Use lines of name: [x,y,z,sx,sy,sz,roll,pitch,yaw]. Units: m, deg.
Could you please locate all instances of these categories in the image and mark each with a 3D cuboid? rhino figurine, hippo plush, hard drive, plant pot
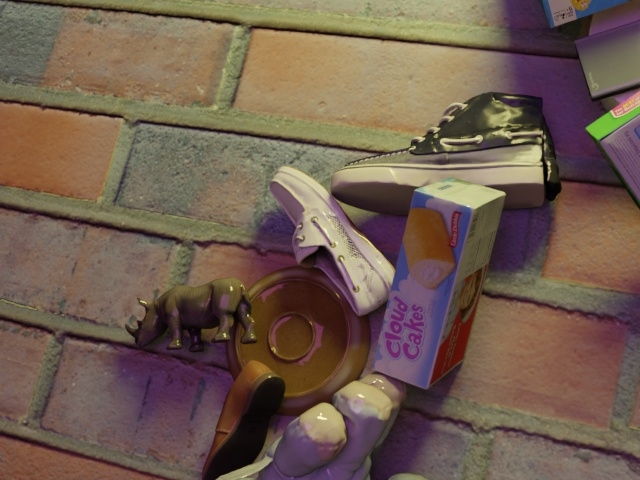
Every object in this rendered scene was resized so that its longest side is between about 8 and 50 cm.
rhino figurine: [-0.208,0.119,1.651,0.243,0.073,0.106,-11,72,29]
hippo plush: [0.042,0.342,1.432,0.294,0.234,0.236,-32,78,-14]
hard drive: [0.435,-0.258,1.488,0.135,0.022,0.094,-16,71,13]
plant pot: [-0.041,0.149,1.624,0.236,0.032,0.236,-5,73,15]

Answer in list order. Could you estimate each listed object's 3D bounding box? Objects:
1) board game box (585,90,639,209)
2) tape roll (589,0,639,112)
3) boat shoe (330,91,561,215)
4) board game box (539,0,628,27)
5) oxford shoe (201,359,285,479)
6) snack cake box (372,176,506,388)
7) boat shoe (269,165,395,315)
board game box: [0.555,-0.142,1.411,0.316,0.064,0.242,-35,109,11]
tape roll: [0.536,-0.280,1.529,0.286,0.100,0.286,-5,73,17]
boat shoe: [0.187,-0.133,1.596,0.340,0.127,0.158,0,68,9]
board game box: [0.441,-0.469,1.545,0.302,0.086,0.308,-17,40,13]
oxford shoe: [-0.125,0.277,1.590,0.076,0.076,0.212,39,104,47]
snack cake box: [0.166,0.055,1.467,0.089,0.152,0.264,18,107,21]
boat shoe: [0.000,0.000,1.606,0.096,0.098,0.277,-36,66,-18]
